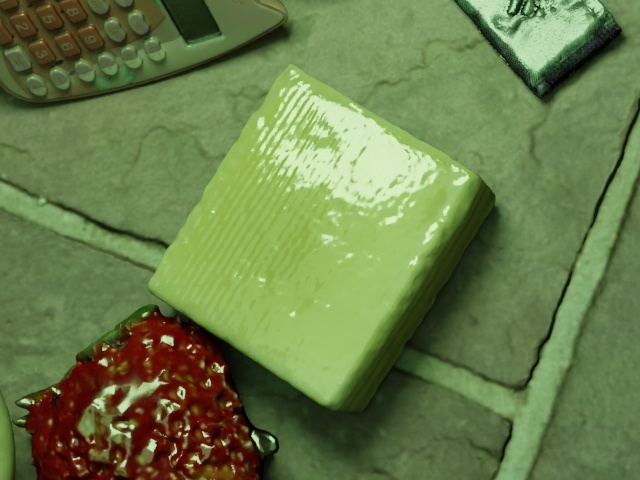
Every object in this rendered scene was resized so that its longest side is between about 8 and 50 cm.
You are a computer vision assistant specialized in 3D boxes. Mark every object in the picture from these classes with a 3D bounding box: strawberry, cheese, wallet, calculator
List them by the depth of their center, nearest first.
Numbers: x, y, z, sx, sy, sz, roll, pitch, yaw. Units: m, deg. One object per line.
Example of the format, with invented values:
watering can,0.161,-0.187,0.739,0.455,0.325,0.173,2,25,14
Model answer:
strawberry,-0.158,0.215,1.707,0.233,0.138,0.306,-41,64,2
cheese,0.000,0.000,1.741,0.242,0.124,0.265,32,89,19
calculator,-0.213,-0.240,1.786,0.330,0.220,0.048,-17,52,10
wallet,0.210,-0.237,1.787,0.111,0.030,0.166,-40,74,8

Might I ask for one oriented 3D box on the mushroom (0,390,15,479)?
mushroom,-0.464,0.209,1.689,0.314,0.336,0.314,1,95,11
